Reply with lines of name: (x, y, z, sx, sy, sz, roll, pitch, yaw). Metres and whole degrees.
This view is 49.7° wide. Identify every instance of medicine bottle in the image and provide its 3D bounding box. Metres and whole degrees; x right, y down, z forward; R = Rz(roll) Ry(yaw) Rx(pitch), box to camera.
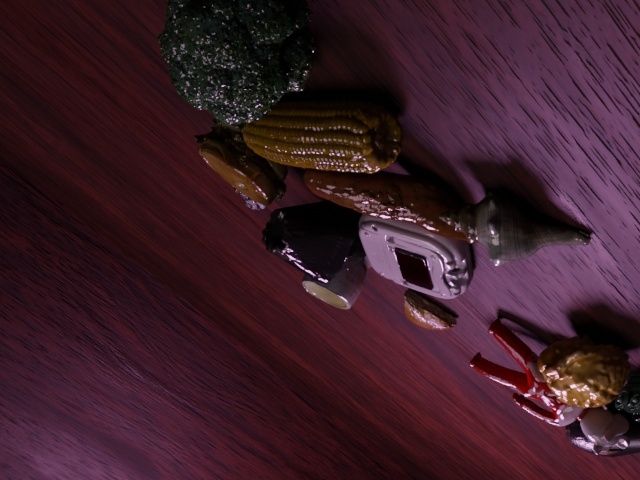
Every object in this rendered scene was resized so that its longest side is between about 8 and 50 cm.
medicine bottle: (0.045, 0.079, 1.723, 0.147, 0.143, 0.147, 27, 163, 9)

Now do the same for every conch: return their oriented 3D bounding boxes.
conch: (0.325, -0.005, 1.216, 0.234, 0.114, 0.137, 28, 172, -3)

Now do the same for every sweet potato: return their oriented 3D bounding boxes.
sweet potato: (0.143, -0.081, 1.286, 0.355, 0.095, 0.106, 19, 144, -5)

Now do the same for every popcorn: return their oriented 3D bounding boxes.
popcorn: (0.542, 0.266, 1.429, 0.180, 0.180, 0.170, -15, 90, 62)

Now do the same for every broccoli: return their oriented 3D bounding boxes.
broccoli: (-0.107, -0.304, 1.053, 0.270, 0.269, 0.270, 20, -172, 29)

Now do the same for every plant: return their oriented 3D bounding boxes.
plant: (0.000, 0.000, 1.543, 0.256, 0.164, 0.142, 7, -149, -36)

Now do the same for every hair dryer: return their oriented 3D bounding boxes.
hair dryer: (0.666, 0.376, 1.603, 0.304, 0.120, 0.359, -12, 123, 49)

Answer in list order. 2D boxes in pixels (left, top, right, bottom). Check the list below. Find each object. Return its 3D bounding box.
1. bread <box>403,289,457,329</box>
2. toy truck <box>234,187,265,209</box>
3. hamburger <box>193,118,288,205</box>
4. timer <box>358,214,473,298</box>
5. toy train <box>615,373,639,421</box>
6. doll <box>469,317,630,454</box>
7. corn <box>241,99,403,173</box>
bread: (0.263, 0.194, 1.798, 0.154, 0.054, 0.136, 35, 161, 1)
toy truck: (-0.171, -0.129, 1.700, 0.063, 0.052, 0.123, 6, 145, 38)
hamburger: (-0.157, -0.172, 1.501, 0.189, 0.122, 0.215, 21, 160, 45)
timer: (0.201, 0.025, 1.473, 0.237, 0.087, 0.262, 20, 155, 28)
toy train: (0.677, 0.312, 1.408, 0.071, 0.111, 0.170, 35, 162, -4)
doll: (0.529, 0.343, 1.580, 0.384, 0.099, 0.188, 39, 135, 22)
corn: (-0.011, -0.191, 1.253, 0.345, 0.131, 0.131, 11, 150, 46)
